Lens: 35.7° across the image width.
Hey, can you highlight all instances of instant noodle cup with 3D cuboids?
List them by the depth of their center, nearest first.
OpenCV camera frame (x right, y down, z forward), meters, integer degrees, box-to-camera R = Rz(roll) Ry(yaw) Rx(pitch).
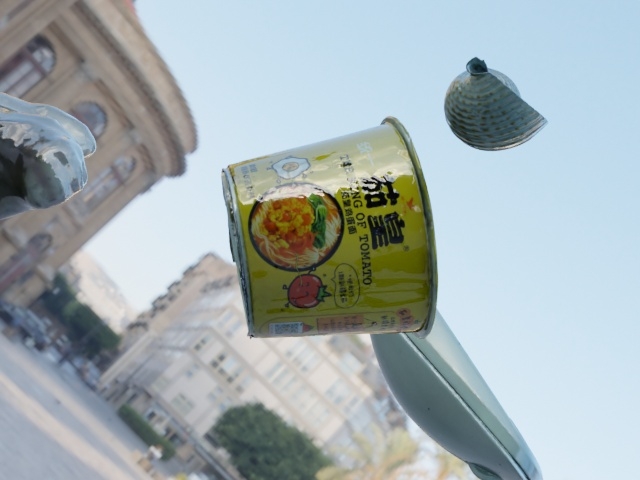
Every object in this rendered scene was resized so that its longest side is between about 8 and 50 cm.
[{"bbox_3d":[0.000,0.000,0.795,0.182,0.144,0.182,171,-90,-82],"label":"instant noodle cup"}]

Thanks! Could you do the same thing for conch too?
[{"bbox_3d":[0.119,-0.090,0.699,0.076,0.056,0.085,38,14,28],"label":"conch"}]

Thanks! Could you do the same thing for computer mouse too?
[{"bbox_3d":[0.134,0.167,1.097,0.288,0.097,0.159,60,1,33],"label":"computer mouse"}]

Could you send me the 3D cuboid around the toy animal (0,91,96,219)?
[{"bbox_3d":[-0.299,-0.036,0.531,0.188,0.308,0.266,63,23,-16],"label":"toy animal"}]
